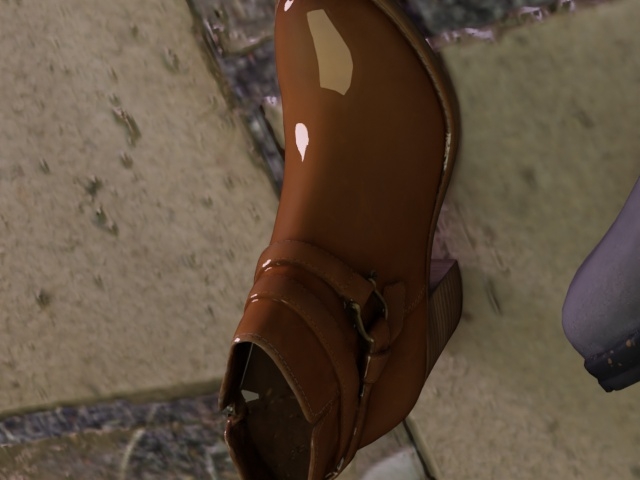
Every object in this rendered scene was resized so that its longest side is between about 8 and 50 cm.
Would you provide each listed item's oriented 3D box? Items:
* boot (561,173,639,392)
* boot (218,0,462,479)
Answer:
[{"bbox_3d":[0.129,-0.126,0.634,0.223,0.118,0.338,38,119,9],"label":"boot"},{"bbox_3d":[0.000,0.000,0.742,0.073,0.152,0.197,-3,116,32],"label":"boot"}]
